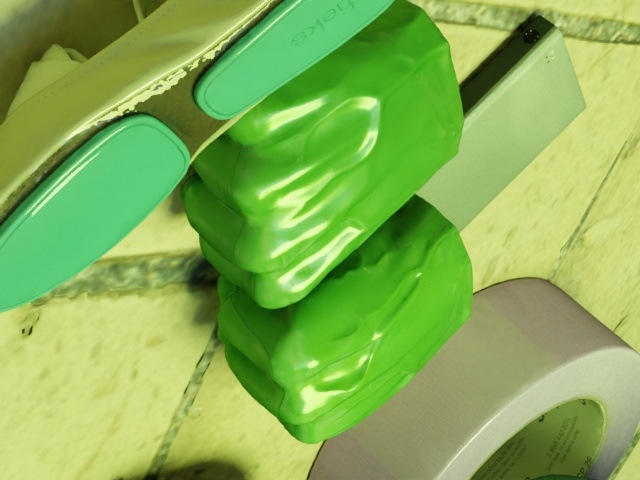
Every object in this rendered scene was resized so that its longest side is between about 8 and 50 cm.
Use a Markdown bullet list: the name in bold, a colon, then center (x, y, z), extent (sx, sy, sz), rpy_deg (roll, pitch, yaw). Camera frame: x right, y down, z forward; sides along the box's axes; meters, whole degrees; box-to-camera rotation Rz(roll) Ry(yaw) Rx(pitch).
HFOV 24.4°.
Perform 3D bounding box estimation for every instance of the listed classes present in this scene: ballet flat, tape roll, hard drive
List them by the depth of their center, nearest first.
- **ballet flat**: center (-0.074, -0.069, 0.642), extent (0.248, 0.086, 0.086), rpy_deg (-38, 147, -5)
- **hard drive**: center (0.101, -0.063, 0.904), extent (0.135, 0.022, 0.094), rpy_deg (-44, 148, -4)
- **tape roll**: center (0.119, 0.163, 1.106), extent (0.275, 0.090, 0.274), rpy_deg (-29, 143, -25)

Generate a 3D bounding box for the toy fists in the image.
- **toy fists**: center (0.000, 0.000, 0.791), extent (0.142, 0.096, 0.279), rpy_deg (-43, 147, -26)

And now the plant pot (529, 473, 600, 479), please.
- **plant pot**: center (0.195, 0.309, 1.048), extent (0.293, 0.235, 0.293), rpy_deg (-30, 143, -25)
